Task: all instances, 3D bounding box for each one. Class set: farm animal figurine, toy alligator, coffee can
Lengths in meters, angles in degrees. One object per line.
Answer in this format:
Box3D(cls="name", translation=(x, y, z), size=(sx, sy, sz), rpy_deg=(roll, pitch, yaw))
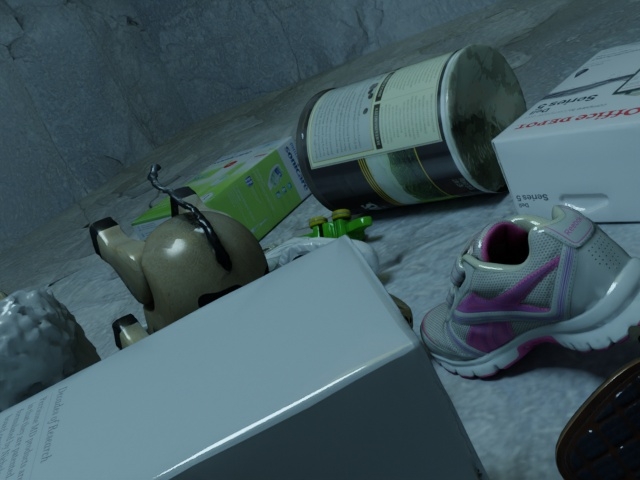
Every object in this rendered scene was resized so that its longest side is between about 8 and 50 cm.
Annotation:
Box3D(cls="farm animal figurine", translation=(-0.062, 0.095, 0.582), size=(0.330, 0.327, 0.172), rpy_deg=(-39, 46, -20))
Box3D(cls="toy alligator", translation=(0.000, 0.000, 1.072), size=(0.189, 0.056, 0.051), rpy_deg=(-18, -21, 28))
Box3D(cls="coffee can", translation=(0.129, -0.151, 1.055), size=(0.275, 0.202, 0.201), rpy_deg=(-7, 27, 45))

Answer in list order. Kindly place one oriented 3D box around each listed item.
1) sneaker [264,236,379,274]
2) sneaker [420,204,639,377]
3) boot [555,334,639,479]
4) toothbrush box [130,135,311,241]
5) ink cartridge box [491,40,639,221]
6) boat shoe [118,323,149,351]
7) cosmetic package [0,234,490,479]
Box3D(cls="sneaker", translation=(-0.013, 0.026, 0.960), size=(0.232, 0.090, 0.115), rpy_deg=(-10, 21, 38))
Box3D(cls="sneaker", translation=(0.160, 0.036, 0.613), size=(0.103, 0.111, 0.252), rpy_deg=(-39, 3, -34))
Box3D(cls="boot", translation=(0.250, 0.092, 0.497), size=(0.219, 0.082, 0.106), rpy_deg=(-36, -8, 4))
Box3D(cls="toothbrush box", translation=(-0.176, -0.067, 1.365), size=(0.206, 0.122, 0.283), rpy_deg=(-9, 24, 41))
Box3D(cls="ink cartridge box", translation=(0.364, -0.137, 0.843), size=(0.273, 0.115, 0.198), rpy_deg=(-38, 22, -31))
Box3D(cls="boat shoe", translation=(-0.139, 0.112, 0.897), size=(0.258, 0.084, 0.095), rpy_deg=(-22, 19, 13))
Box3D(cls="cosmetic package", translation=(-0.093, 0.189, 0.421), size=(0.385, 0.217, 0.156), rpy_deg=(-26, 24, -3))
